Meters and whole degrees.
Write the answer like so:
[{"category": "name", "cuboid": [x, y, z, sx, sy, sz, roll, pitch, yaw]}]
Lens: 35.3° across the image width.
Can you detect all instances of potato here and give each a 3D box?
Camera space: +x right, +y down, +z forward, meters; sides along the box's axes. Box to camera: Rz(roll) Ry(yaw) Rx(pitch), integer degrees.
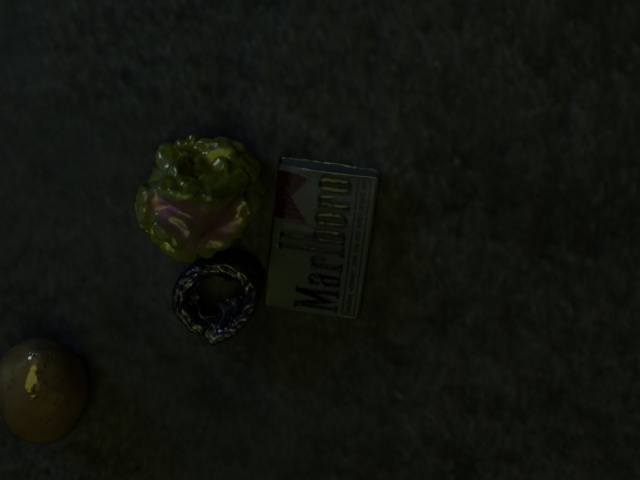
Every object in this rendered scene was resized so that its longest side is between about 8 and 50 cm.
[{"category": "potato", "cuboid": [-0.338, 0.178, 1.205, 0.112, 0.112, 0.147, 5, 119, 4]}]

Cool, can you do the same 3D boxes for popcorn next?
[{"category": "popcorn", "cuboid": [-0.130, -0.047, 1.083, 0.126, 0.126, 0.145, 37, 83, -24]}]

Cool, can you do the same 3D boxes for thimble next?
[{"category": "thimble", "cuboid": [-0.118, 0.059, 1.152, 0.095, 0.066, 0.104, 29, 109, -7]}]

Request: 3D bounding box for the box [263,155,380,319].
[{"category": "box", "cuboid": [0.000, 0.000, 1.132, 0.115, 0.036, 0.177, 8, 113, 4]}]
